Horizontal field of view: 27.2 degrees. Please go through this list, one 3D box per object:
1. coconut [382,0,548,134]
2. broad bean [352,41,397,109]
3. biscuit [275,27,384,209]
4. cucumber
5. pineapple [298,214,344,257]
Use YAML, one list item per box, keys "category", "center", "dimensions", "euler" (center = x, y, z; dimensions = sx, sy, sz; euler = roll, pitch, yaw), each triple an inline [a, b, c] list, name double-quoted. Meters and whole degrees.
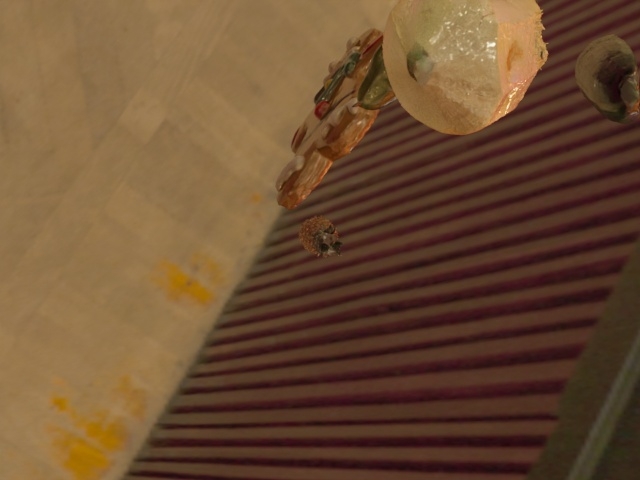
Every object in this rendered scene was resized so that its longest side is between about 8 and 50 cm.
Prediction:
- category: "coconut"
  center: [0.107, -0.143, 1.009]
  dimensions: [0.122, 0.116, 0.116]
  euler: [-30, 95, -51]
- category: "broad bean"
  center: [0.121, -0.206, 1.172]
  dimensions: [0.254, 0.065, 0.046]
  euler: [-43, 71, 3]
- category: "biscuit"
  center: [0.020, -0.160, 1.532]
  dimensions: [0.049, 0.197, 0.301]
  euler: [38, 35, -12]
- category: "cucumber"
  center: [0.399, -0.221, 1.840]
  dimensions: [0.063, 0.244, 0.115]
  euler: [-3, 102, 3]
- category: "pineapple"
  center: [0.000, 0.000, 1.856]
  dimensions: [0.058, 0.124, 0.058]
  euler: [-1, 99, -5]
